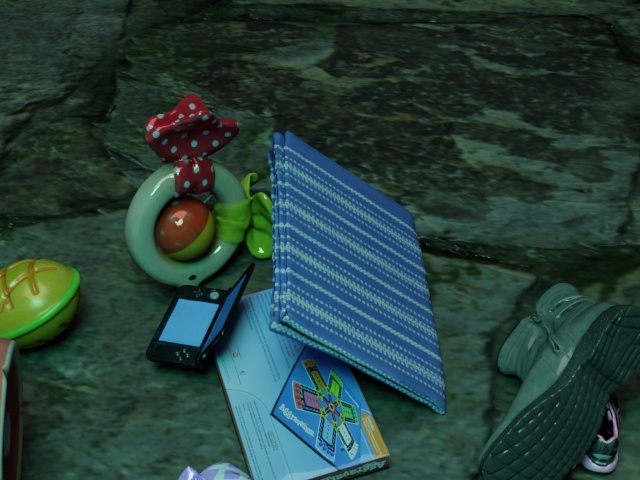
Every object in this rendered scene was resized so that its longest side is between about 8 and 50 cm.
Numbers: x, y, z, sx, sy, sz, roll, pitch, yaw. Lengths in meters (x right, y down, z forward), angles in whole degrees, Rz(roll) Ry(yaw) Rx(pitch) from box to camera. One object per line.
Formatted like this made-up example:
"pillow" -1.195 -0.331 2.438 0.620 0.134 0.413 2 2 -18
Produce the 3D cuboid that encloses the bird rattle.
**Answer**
"bird rattle" -0.148 -0.040 1.149 0.143 0.253 0.207 30 77 36

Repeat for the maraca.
"maraca" -0.366 0.079 1.129 0.186 0.099 0.127 -13 29 29

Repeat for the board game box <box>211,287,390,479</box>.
"board game box" -0.038 0.159 1.064 0.145 0.027 0.281 -15 43 -10

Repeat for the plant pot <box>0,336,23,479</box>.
"plant pot" -0.419 0.192 0.898 0.243 0.274 0.275 0 41 -12

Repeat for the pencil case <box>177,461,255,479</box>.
"pencil case" -0.046 0.290 0.873 0.206 0.088 0.086 29 82 34

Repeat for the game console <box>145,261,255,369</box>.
"game console" -0.138 0.081 1.087 0.107 0.071 0.122 8 43 14

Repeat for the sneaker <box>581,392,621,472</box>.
"sneaker" 0.298 0.184 0.993 0.047 0.057 0.119 3 41 10

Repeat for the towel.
"towel" 0.036 0.028 1.106 0.243 0.040 0.336 30 34 -27

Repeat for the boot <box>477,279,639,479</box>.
"boot" 0.234 0.154 1.005 0.246 0.083 0.161 -47 18 -9
